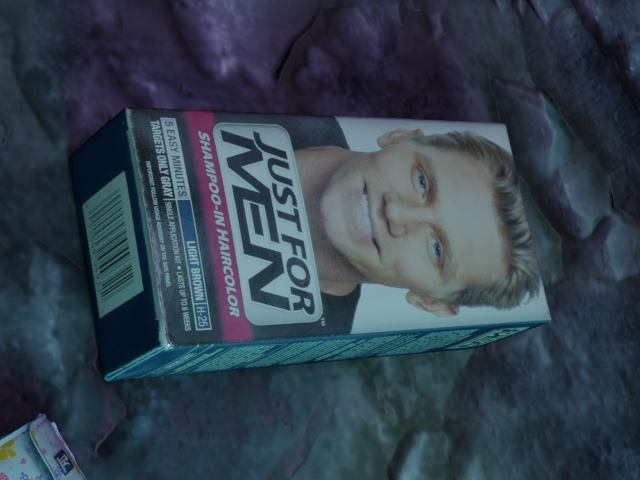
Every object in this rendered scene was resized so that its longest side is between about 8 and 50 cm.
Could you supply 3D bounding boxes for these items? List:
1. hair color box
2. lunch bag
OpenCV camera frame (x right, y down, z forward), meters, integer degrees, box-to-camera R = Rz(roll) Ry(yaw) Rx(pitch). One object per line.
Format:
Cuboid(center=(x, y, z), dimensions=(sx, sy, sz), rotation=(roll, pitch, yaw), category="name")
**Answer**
Cuboid(center=(0.000, 0.000, 1.008), dimensions=(0.347, 0.105, 0.174), rotation=(-2, 74, -35), category="hair color box")
Cuboid(center=(-0.189, 0.156, 0.853), dimensions=(0.083, 0.053, 0.071), rotation=(-29, 91, -47), category="lunch bag")
